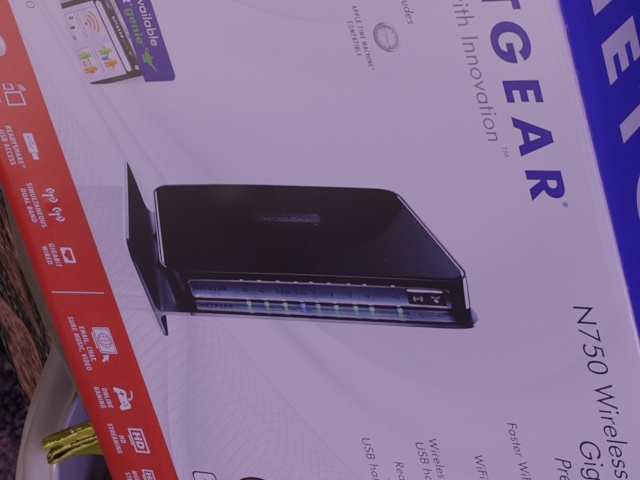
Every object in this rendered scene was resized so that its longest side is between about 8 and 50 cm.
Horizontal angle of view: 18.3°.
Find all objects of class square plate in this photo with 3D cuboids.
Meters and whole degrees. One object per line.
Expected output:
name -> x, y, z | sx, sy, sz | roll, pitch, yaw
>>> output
square plate -> -0.175, 0.163, 1.501 | 0.344, 0.049, 0.347 | -76, -6, -52

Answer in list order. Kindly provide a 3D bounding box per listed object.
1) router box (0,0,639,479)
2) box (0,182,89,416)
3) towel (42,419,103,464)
router box -> 0.009, -0.010, 0.823 | 0.301, 0.082, 0.335 | 1, 118, 37
box -> -0.107, 0.010, 1.170 | 0.148, 0.121, 0.311 | 64, 169, 10
towel -> -0.051, 0.098, 1.170 | 0.237, 0.102, 0.021 | -21, 71, 37
